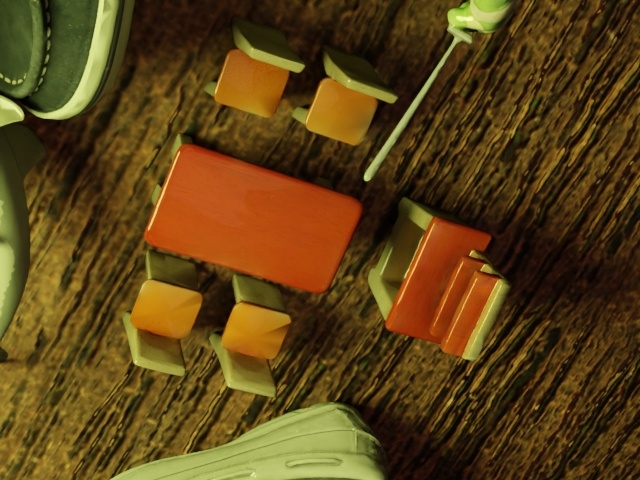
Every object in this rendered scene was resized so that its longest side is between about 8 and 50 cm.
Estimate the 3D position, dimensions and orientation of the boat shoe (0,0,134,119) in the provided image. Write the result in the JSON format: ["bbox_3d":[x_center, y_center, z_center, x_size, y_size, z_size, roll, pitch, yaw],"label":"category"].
[{"bbox_3d":[-0.222,-0.284,0.681,0.156,0.187,0.500,-32,135,-31],"label":"boat shoe"}]

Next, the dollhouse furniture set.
[{"bbox_3d":[0.000,0.000,0.927,0.259,0.135,0.262,16,108,-20],"label":"dollhouse furniture set"}]

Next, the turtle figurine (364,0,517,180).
[{"bbox_3d":[0.071,-0.241,0.823,0.198,0.266,0.275,39,145,6],"label":"turtle figurine"}]

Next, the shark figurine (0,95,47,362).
[{"bbox_3d":[-0.235,-0.025,0.881,0.166,0.116,0.278,-4,109,24],"label":"shark figurine"}]

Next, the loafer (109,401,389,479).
[{"bbox_3d":[-0.095,0.236,1.017,0.319,0.111,0.112,-26,117,-2],"label":"loafer"}]
